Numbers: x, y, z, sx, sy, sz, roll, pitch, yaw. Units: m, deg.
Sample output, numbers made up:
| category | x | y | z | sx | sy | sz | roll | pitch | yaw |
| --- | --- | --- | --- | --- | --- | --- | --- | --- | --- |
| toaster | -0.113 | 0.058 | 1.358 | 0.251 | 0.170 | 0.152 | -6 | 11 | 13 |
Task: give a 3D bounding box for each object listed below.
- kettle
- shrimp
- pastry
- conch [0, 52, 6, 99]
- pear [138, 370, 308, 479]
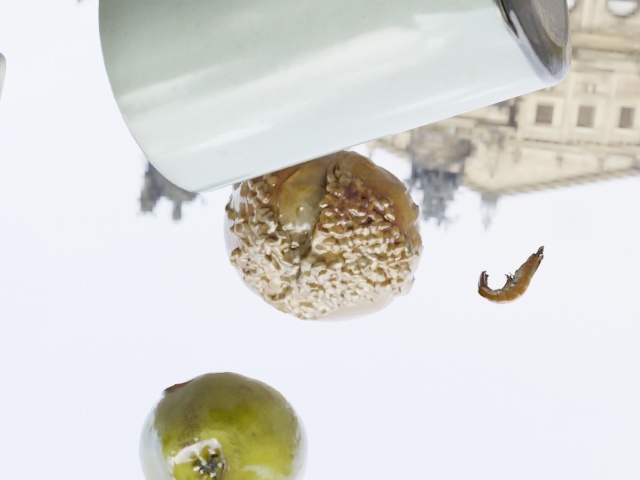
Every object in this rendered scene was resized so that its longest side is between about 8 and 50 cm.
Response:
| category | x | y | z | sx | sy | sz | roll | pitch | yaw |
| --- | --- | --- | --- | --- | --- | --- | --- | --- | --- |
| kettle | 0.038 | -0.227 | 1.155 | 0.377 | 0.250 | 0.361 | -13 | -160 | 25 |
| shrimp | 0.295 | 0.048 | 1.870 | 0.127 | 0.025 | 0.091 | -44 | -142 | -22 |
| pastry | 0.000 | 0.000 | 1.844 | 0.316 | 0.284 | 0.184 | 18 | -157 | 2 |
| conch | -0.407 | -0.156 | 1.405 | 0.104 | 0.176 | 0.094 | 3 | -160 | 27 |
| pear | -0.159 | 0.370 | 2.143 | 0.287 | 0.287 | 0.375 | 8 | 173 | 12 |
